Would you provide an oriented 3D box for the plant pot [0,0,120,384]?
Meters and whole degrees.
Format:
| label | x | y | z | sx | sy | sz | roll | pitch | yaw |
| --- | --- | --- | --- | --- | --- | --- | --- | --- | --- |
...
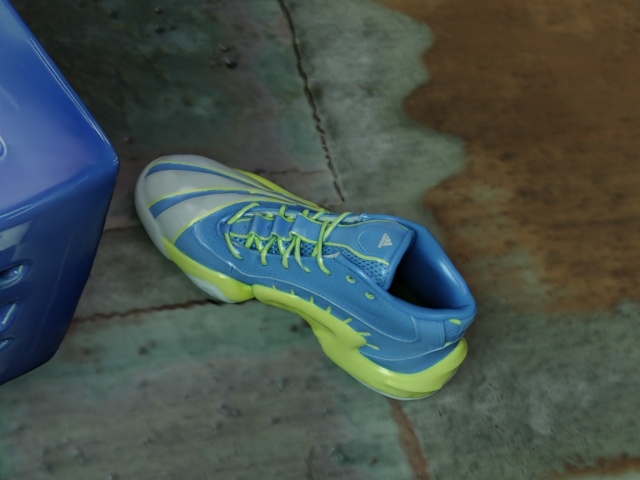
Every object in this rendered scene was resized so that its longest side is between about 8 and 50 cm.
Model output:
| label | x | y | z | sx | sy | sz | roll | pitch | yaw |
| --- | --- | --- | --- | --- | --- | --- | --- | --- | --- |
| plant pot | -0.259 | -0.026 | 0.870 | 0.212 | 0.236 | 0.236 | -31 | 76 | -26 |

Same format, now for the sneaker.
| label | x | y | z | sx | sy | sz | roll | pitch | yaw |
| --- | --- | --- | --- | --- | --- | --- | --- | --- | --- |
| sneaker | 0.000 | 0.000 | 1.135 | 0.240 | 0.126 | 0.091 | 31 | 55 | -3 |
